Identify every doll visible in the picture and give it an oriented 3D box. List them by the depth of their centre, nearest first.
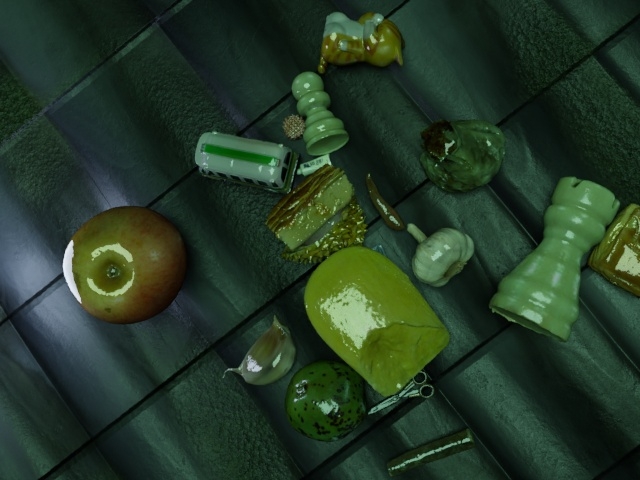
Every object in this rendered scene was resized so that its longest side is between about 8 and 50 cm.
[{"bbox_3d":[0.123,-0.617,1.898,0.270,0.162,0.166,2,57,13],"label":"doll"}]

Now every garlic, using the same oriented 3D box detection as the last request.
[{"bbox_3d":[0.334,0.011,1.829,0.199,0.199,0.226,-39,56,3],"label":"garlic"},{"bbox_3d":[-0.178,0.384,1.892,0.267,0.148,0.128,-41,118,-2],"label":"garlic"}]

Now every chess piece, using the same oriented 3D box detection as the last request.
[{"bbox_3d":[0.680,0.045,1.753,0.234,0.234,0.441,26,86,8],"label":"chess piece"},{"bbox_3d":[-0.016,-0.408,1.916,0.145,0.144,0.251,-21,77,5],"label":"chess piece"}]

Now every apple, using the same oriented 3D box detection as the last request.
[{"bbox_3d":[-0.590,0.071,1.847,0.364,0.364,0.363,-1,85,7],"label":"apple"}]

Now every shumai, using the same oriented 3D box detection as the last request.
[{"bbox_3d":[0.430,-0.267,1.803,0.261,0.222,0.225,-15,81,1],"label":"shumai"}]

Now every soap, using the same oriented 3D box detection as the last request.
[{"bbox_3d":[0.152,0.216,1.766,0.306,0.115,0.427,-43,84,-5],"label":"soap"}]

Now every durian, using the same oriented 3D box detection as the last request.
[{"bbox_3d":[0.009,-0.005,1.850,0.305,0.195,0.185,-29,89,2],"label":"durian"}]

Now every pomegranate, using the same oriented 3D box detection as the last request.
[{"bbox_3d":[0.024,0.470,1.790,0.254,0.271,0.254,-18,59,33],"label":"pomegranate"}]

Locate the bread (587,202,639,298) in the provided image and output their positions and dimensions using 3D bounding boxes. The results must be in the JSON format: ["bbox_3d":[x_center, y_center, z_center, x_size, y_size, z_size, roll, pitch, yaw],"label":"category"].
[{"bbox_3d":[0.922,0.032,1.775,0.211,0.099,0.235,37,90,8],"label":"bread"}]

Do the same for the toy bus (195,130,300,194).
[{"bbox_3d":[-0.236,-0.246,1.896,0.306,0.179,0.143,13,87,12],"label":"toy bus"}]

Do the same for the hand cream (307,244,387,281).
[{"bbox_3d":[0.086,0.096,1.896,0.256,0.055,0.088,-21,104,5],"label":"hand cream"}]

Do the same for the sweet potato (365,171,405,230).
[{"bbox_3d":[0.191,-0.116,1.906,0.050,0.050,0.214,-34,80,3],"label":"sweet potato"}]

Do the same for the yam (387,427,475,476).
[{"bbox_3d":[0.328,0.634,1.825,0.274,0.061,0.061,-23,83,6],"label":"yam"}]

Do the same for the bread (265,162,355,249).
[{"bbox_3d":[-0.034,-0.105,1.846,0.275,0.185,0.114,-43,110,-2],"label":"bread"}]

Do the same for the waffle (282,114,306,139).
[{"bbox_3d":[-0.083,-0.366,1.968,0.075,0.029,0.083,-9,82,6],"label":"waffle"}]

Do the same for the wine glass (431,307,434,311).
[{"bbox_3d":[0.279,0.259,1.852,0.155,0.073,0.073,-16,84,6],"label":"wine glass"}]

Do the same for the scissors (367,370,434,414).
[{"bbox_3d":[0.238,0.478,1.868,0.220,0.017,0.088,-28,83,5],"label":"scissors"}]

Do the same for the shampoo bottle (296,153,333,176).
[{"bbox_3d":[-0.030,-0.231,1.948,0.141,0.034,0.048,-19,89,7],"label":"shampoo bottle"}]
